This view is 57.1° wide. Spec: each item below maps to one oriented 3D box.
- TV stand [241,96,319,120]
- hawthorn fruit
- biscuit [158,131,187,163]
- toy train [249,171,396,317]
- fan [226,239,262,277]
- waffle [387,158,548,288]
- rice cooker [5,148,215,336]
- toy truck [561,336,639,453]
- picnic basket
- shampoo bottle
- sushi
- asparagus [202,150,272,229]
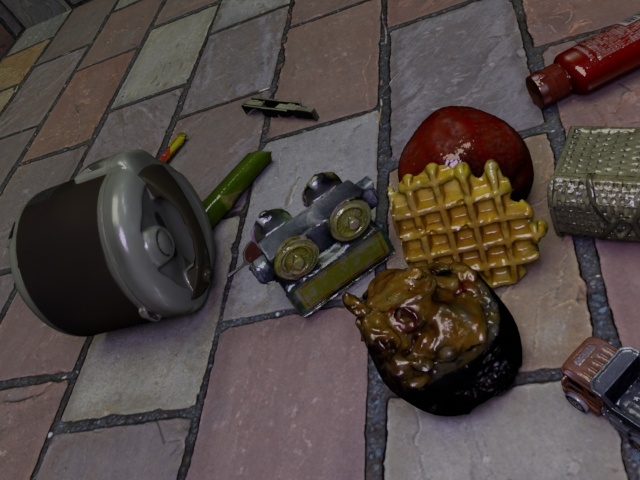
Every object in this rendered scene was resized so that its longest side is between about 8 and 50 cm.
[{"bbox_3d":[-0.103,-0.336,1.509,0.249,0.036,0.042,16,60,39],"label":"TV stand"},{"bbox_3d":[0.240,-0.129,1.012,0.215,0.215,0.249,-30,38,3],"label":"hawthorn fruit"},{"bbox_3d":[-0.449,-0.183,1.581,0.048,0.026,0.291,-7,45,51],"label":"biscuit"},{"bbox_3d":[0.000,0.000,1.040,0.261,0.177,0.134,-36,43,-4],"label":"toy train"},{"bbox_3d":[-0.142,0.034,1.217,0.133,0.005,0.085,-41,44,-11],"label":"fan"},{"bbox_3d":[0.229,-0.022,0.897,0.219,0.229,0.057,-11,28,19],"label":"waffle"},{"bbox_3d":[-0.383,0.007,1.155,0.326,0.335,0.335,-16,45,19],"label":"rice cooker"},{"bbox_3d":[0.384,0.195,0.701,0.083,0.092,0.192,-43,43,-10],"label":"toy truck"},{"bbox_3d":[0.458,-0.072,0.873,0.196,0.134,0.154,9,58,35],"label":"picnic basket"},{"bbox_3d":[0.551,-0.354,1.116,0.314,0.076,0.118,-27,44,6],"label":"shampoo bottle"},{"bbox_3d":[0.153,0.124,0.820,0.213,0.204,0.200,-39,38,-15],"label":"sushi"},{"bbox_3d":[-0.213,-0.112,1.352,0.067,0.060,0.277,9,55,48],"label":"asparagus"}]
